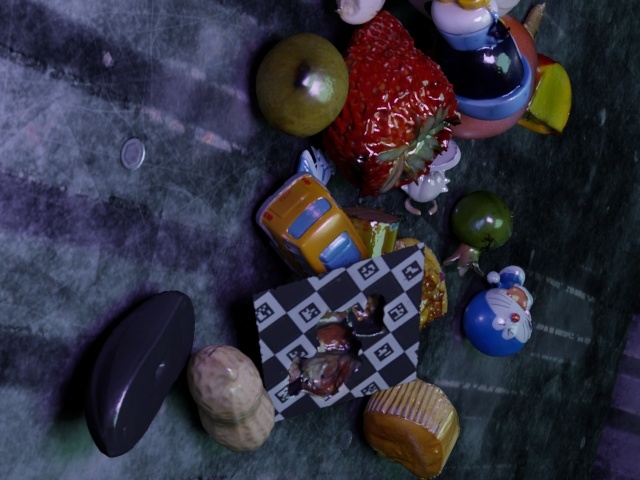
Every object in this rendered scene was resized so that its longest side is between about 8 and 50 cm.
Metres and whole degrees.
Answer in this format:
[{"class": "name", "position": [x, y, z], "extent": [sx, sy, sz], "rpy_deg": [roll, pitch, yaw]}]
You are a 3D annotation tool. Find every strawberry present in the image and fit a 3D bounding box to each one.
[{"class": "strawberry", "position": [0.100, -0.226, 1.697], "extent": [0.261, 0.258, 0.261], "rpy_deg": [-33, 155, -18]}]

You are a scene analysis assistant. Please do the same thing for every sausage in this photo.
[{"class": "sausage", "position": [0.059, 0.095, 1.819], "extent": [0.125, 0.117, 0.318], "rpy_deg": [3, 99, -48]}]

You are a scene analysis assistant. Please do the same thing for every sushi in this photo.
[{"class": "sushi", "position": [0.027, 0.143, 1.663], "extent": [0.293, 0.059, 0.292], "rpy_deg": [-14, 126, -16]}]

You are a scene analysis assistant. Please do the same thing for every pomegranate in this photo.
[{"class": "pomegranate", "position": [0.343, -0.012, 2.195], "extent": [0.191, 0.131, 0.152], "rpy_deg": [-61, 148, -8]}]

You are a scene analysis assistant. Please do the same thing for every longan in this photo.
[{"class": "longan", "position": [-0.030, -0.240, 1.557], "extent": [0.145, 0.176, 0.155], "rpy_deg": [44, 88, -10]}]

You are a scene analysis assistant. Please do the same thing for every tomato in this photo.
[{"class": "tomato", "position": [0.298, -0.319, 1.921], "extent": [0.256, 0.224, 0.256], "rpy_deg": [14, 90, -81]}]

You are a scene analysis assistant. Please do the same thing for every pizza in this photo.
[{"class": "pizza", "position": [0.189, 0.121, 2.057], "extent": [0.229, 0.081, 0.289], "rpy_deg": [-61, 146, -21]}]

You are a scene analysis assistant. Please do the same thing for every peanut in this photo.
[{"class": "peanut", "position": [-0.144, 0.241, 1.557], "extent": [0.124, 0.123, 0.257], "rpy_deg": [-58, 153, -25]}]

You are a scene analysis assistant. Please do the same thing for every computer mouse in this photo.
[{"class": "computer mouse", "position": [-0.262, 0.179, 1.399], "extent": [0.270, 0.086, 0.138], "rpy_deg": [-62, 159, -46]}]

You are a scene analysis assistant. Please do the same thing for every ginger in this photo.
[{"class": "ginger", "position": [0.481, -0.486, 2.298], "extent": [0.057, 0.044, 0.137], "rpy_deg": [51, 56, -30]}]

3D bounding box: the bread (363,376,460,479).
[{"class": "bread", "position": [0.182, 0.387, 2.061], "extent": [0.250, 0.178, 0.133], "rpy_deg": [74, 35, -49]}]

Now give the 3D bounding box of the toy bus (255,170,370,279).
[{"class": "toy bus", "position": [0.000, 0.000, 1.653], "extent": [0.126, 0.136, 0.209], "rpy_deg": [-44, 140, -9]}]

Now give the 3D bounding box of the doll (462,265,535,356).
[{"class": "doll", "position": [0.443, 0.171, 2.386], "extent": [0.215, 0.161, 0.257], "rpy_deg": [57, 37, -14]}]

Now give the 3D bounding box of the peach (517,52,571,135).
[{"class": "peach", "position": [0.467, -0.333, 2.224], "extent": [0.267, 0.158, 0.154], "rpy_deg": [14, 101, -55]}]

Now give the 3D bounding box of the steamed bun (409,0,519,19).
[{"class": "steamed bun", "position": [0.225, -0.504, 1.767], "extent": [0.283, 0.177, 0.283], "rpy_deg": [19, 63, -43]}]

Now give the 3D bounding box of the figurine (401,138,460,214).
[{"class": "figurine", "position": [0.203, -0.120, 1.970], "extent": [0.132, 0.132, 0.154], "rpy_deg": [-43, 149, -39]}]

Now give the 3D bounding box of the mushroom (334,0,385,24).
[{"class": "mushroom", "position": [0.034, -0.490, 1.574], "extent": [0.286, 0.155, 0.151], "rpy_deg": [65, 21, -45]}]

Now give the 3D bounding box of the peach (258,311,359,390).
[{"class": "peach", "position": [0.021, 0.194, 1.759], "extent": [0.279, 0.068, 0.189], "rpy_deg": [-2, 115, -17]}]

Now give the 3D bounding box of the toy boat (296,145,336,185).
[{"class": "toy boat", "position": [-0.004, -0.114, 1.737], "extent": [0.149, 0.034, 0.106], "rpy_deg": [-30, 124, -63]}]

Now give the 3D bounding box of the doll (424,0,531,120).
[{"class": "doll", "position": [0.266, -0.310, 1.687], "extent": [0.141, 0.177, 0.314], "rpy_deg": [-50, 146, -18]}]
